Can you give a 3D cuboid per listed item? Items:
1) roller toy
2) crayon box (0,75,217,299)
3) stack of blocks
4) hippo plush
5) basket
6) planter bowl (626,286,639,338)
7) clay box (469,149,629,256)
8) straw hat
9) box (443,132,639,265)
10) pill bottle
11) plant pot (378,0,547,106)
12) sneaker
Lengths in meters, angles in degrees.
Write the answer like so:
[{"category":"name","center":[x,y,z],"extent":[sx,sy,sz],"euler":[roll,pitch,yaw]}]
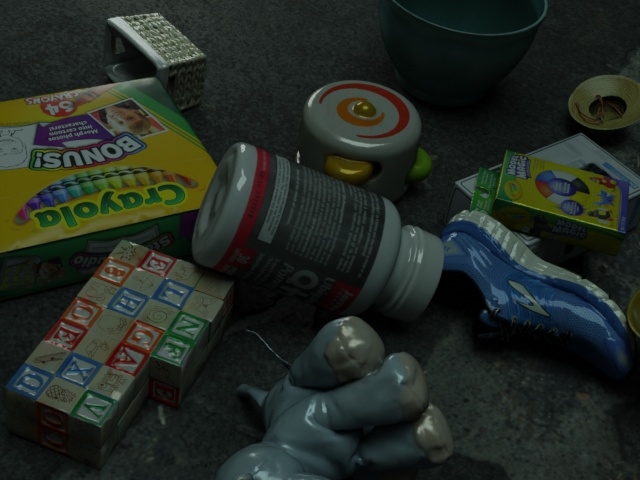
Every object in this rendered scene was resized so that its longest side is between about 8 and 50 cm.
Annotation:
[{"category":"roller toy","center":[0.058,-0.156,1.801],"extent":[0.209,0.146,0.191],"euler":[-23,51,-31]},{"category":"crayon box","center":[-0.349,-0.088,1.672],"extent":[0.363,0.106,0.313],"euler":[-14,47,-26]},{"category":"stack of blocks","center":[-0.245,0.142,1.453],"extent":[0.171,0.087,0.297],"euler":[20,42,10]},{"category":"hippo plush","center":[-0.018,0.231,1.293],"extent":[0.294,0.234,0.236],"euler":[26,43,16]},{"category":"basket","center":[-0.276,-0.296,1.914],"extent":[0.103,0.113,0.167],"euler":[-23,52,-34]},{"category":"planter bowl","center":[0.524,0.117,1.519],"extent":[0.217,0.090,0.217],"euler":[-16,27,8]},{"category":"clay box","center":[0.339,-0.061,1.693],"extent":[0.222,0.053,0.127],"euler":[16,42,4]},{"category":"straw hat","center":[0.510,-0.225,2.037],"extent":[0.145,0.061,0.144],"euler":[-5,49,6]},{"category":"box","center":[0.358,-0.054,1.796],"extent":[0.290,0.087,0.169],"euler":[-21,51,-30]},{"category":"pill bottle","center":[0.000,0.000,1.561],"extent":[0.319,0.176,0.176],"euler":[20,39,-16]},{"category":"plant pot","center":[0.233,-0.364,2.031],"extent":[0.293,0.196,0.293],"euler":[6,43,-5]},{"category":"sneaker","center":[0.287,0.103,1.603],"extent":[0.330,0.129,0.147],"euler":[34,67,19]}]
